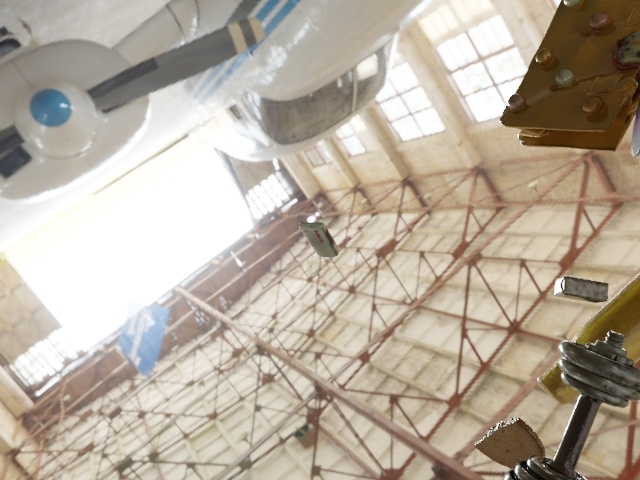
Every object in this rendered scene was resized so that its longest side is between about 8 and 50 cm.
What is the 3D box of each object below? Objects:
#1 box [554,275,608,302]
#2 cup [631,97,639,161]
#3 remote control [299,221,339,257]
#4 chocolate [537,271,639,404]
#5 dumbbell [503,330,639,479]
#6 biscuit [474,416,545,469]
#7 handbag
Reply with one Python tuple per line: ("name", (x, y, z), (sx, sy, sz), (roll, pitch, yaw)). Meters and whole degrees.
("box", (0.558, 0.105, 1.253), (0.098, 0.044, 0.062), (8, 169, 5))
("cup", (0.706, -0.219, 0.919), (0.372, 0.253, 0.253), (4, -154, 15))
("remote control", (0.000, 0.000, 1.466), (0.065, 0.166, 0.029), (1, -114, 18))
("chocolate", (0.703, 0.215, 1.386), (0.445, 0.162, 0.162), (-41, -167, 3))
("dumbbell", (0.484, 0.362, 1.103), (0.179, 0.179, 0.405), (-152, -97, -75))
("biscuit", (0.429, 0.457, 1.296), (0.025, 0.126, 0.206), (-42, 166, -33))
("handbag", (0.579, -0.383, 1.233), (0.283, 0.133, 0.400), (22, -100, 54))
